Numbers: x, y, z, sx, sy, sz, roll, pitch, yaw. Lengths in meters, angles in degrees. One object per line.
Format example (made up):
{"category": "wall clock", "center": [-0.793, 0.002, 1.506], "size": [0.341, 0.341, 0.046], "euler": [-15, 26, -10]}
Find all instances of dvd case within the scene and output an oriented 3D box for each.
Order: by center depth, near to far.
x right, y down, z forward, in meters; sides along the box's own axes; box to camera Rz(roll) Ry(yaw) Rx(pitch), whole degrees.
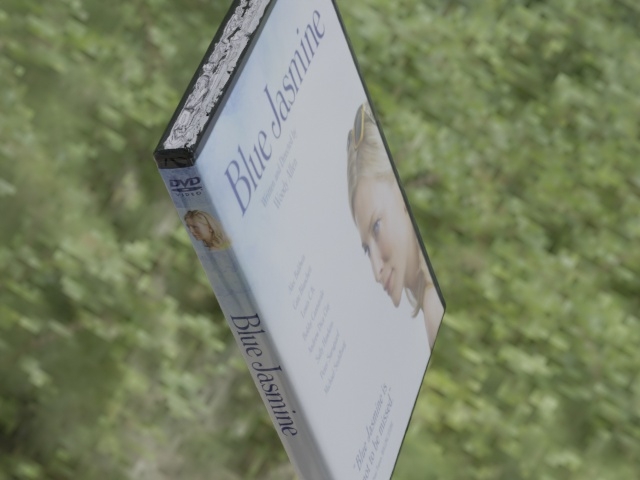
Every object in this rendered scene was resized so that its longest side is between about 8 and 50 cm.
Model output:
{"category": "dvd case", "center": [0.000, 0.000, 0.954], "size": [0.022, 0.180, 0.253], "euler": [-4, -50, 24]}
